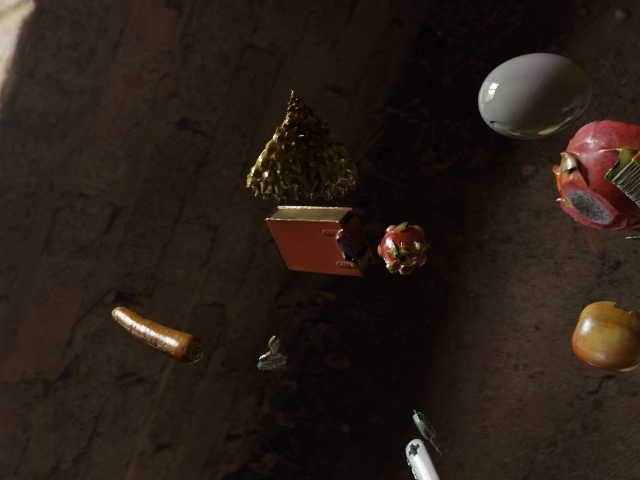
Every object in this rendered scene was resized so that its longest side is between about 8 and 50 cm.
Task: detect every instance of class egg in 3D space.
[{"bbox_3d":[0.263,-0.177,0.885,0.135,0.103,0.103,-6,80,19],"label":"egg"}]

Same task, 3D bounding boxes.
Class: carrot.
[{"bbox_3d":[-0.221,0.118,0.934,0.190,0.037,0.037,17,94,38],"label":"carrot"}]

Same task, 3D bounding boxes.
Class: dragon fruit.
[{"bbox_3d":[0.664,-0.132,1.634,0.290,0.290,0.189,22,71,35],"label":"dragon fruit"},{"bbox_3d":[0.141,0.017,1.226,0.086,0.116,0.081,-24,103,26],"label":"dragon fruit"}]

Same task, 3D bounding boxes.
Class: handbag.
[{"bbox_3d":[0.000,0.000,1.347,0.190,0.063,0.127,3,128,41],"label":"handbag"}]

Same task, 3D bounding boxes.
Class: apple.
[{"bbox_3d":[0.739,0.242,1.817,0.199,0.199,0.199,-5,81,34],"label":"apple"}]

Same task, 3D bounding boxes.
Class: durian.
[{"bbox_3d":[-0.022,-0.116,0.983,0.182,0.165,0.132,-15,71,56],"label":"durian"}]

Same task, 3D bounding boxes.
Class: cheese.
[{"bbox_3d":[0.226,0.402,1.515,0.026,0.121,0.067,-32,29,-4],"label":"cheese"}]

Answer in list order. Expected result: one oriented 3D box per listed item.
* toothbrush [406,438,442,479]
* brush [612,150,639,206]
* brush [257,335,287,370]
[{"bbox_3d":[0.189,0.397,0.890,0.042,0.040,0.418,-44,28,9],"label":"toothbrush"},{"bbox_3d":[0.643,-0.168,1.256,0.103,0.013,0.272,45,94,8],"label":"brush"},{"bbox_3d":[-0.104,0.246,1.585,0.070,0.196,0.021,-10,62,-11],"label":"brush"}]
